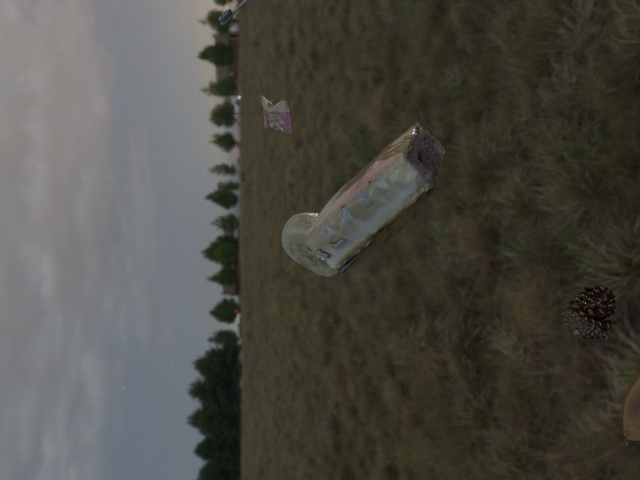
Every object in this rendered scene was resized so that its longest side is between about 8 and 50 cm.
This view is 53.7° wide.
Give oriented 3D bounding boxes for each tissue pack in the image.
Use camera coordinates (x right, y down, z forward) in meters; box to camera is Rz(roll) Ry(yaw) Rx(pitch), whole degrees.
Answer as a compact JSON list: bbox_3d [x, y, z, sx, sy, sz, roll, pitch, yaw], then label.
[{"bbox_3d":[0.107,-0.076,1.151,0.257,0.123,0.215,-40,10,27],"label":"tissue pack"}]

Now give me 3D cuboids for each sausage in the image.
[{"bbox_3d":[0.672,0.289,1.218,0.112,0.112,0.328,-100,31,-51],"label":"sausage"}]

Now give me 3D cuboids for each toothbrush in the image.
[{"bbox_3d":[-0.097,-0.399,0.987,0.011,0.167,0.014,50,-175,25],"label":"toothbrush"}]

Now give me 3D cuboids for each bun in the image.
[{"bbox_3d":[0.000,0.000,1.483,0.113,0.167,0.173,-58,-34,-31],"label":"bun"}]

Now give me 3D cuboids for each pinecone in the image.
[{"bbox_3d":[0.518,0.136,1.207,0.102,0.102,0.109,-147,76,-81],"label":"pinecone"}]

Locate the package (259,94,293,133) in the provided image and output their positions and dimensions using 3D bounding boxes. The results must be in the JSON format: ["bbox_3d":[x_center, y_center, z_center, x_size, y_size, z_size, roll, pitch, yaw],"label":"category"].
[{"bbox_3d":[-0.077,-0.212,1.062,0.083,0.029,0.059,23,128,47],"label":"package"}]
